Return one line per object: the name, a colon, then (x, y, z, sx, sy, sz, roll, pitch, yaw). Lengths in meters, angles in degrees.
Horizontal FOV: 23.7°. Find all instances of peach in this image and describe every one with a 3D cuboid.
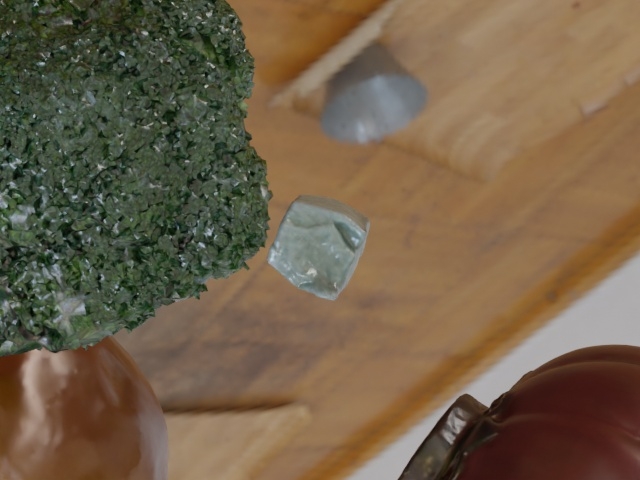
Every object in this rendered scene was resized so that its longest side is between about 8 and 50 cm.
peach: (-0.285, 0.212, 1.293, 0.342, 0.343, 0.302, -27, 133, 18)

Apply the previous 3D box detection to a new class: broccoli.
broccoli: (-0.179, -0.063, 1.023, 0.307, 0.308, 0.275, -20, 174, 6)

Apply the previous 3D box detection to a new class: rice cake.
rice cake: (0.000, 0.000, 1.182, 0.069, 0.063, 0.206, 22, -176, 4)

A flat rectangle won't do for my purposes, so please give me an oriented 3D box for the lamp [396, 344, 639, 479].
lamp: (0.168, 0.213, 0.982, 0.303, 0.257, 0.303, -52, 163, -23)
